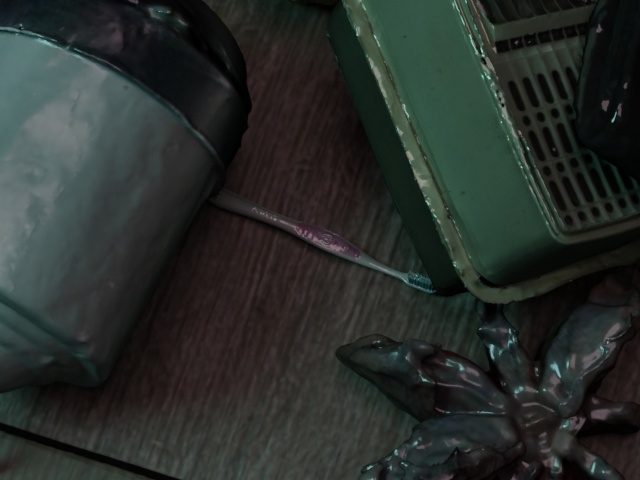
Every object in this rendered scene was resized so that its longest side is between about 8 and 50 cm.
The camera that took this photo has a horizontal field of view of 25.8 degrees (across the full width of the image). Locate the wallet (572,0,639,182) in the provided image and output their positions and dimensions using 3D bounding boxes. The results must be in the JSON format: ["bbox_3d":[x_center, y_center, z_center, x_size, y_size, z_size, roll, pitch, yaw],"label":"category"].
[{"bbox_3d":[0.364,-0.067,1.028,0.406,0.062,0.228,30,57,-22],"label":"wallet"}]

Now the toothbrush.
[{"bbox_3d":[0.000,0.000,1.118,0.204,0.022,0.017,22,65,11],"label":"toothbrush"}]

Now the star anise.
[{"bbox_3d":[0.132,0.126,1.019,0.257,0.111,0.198,-7,66,-11],"label":"star anise"}]

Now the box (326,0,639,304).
[{"bbox_3d":[0.144,-0.106,1.040,0.220,0.166,0.291,-15,80,-35],"label":"box"}]

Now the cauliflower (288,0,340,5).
[{"bbox_3d":[0.068,-0.337,1.156,0.260,0.327,0.281,51,29,4],"label":"cauliflower"}]

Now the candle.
[{"bbox_3d":[-0.203,-0.024,1.014,0.221,0.221,0.343,23,68,8],"label":"candle"}]
